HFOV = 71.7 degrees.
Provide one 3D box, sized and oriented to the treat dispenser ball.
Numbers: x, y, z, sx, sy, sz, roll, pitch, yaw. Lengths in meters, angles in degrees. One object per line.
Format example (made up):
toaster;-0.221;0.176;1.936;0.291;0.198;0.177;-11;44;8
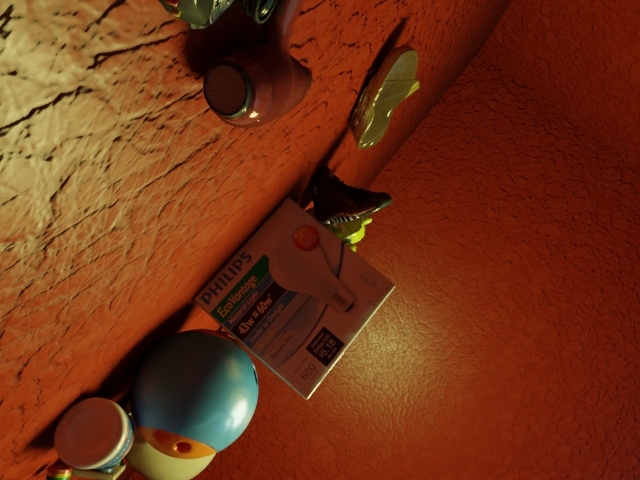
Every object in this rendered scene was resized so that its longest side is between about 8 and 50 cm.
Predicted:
treat dispenser ball;-0.291;0.354;1.040;0.288;0.288;0.288;-50;175;-6

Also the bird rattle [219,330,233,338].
bird rattle;-0.306;0.323;1.711;0.253;0.143;0.207;-51;-168;46

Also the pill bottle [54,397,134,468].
pill bottle;-0.448;0.397;0.903;0.124;0.124;0.221;-48;174;-29

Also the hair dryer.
hair dryer;-0.032;-0.211;0.434;0.224;0.080;0.293;-51;176;-10

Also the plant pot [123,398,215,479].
plant pot;-0.430;0.497;1.202;0.284;0.284;0.191;-49;150;-16

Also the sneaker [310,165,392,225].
sneaker;0.061;-0.137;1.233;0.281;0.163;0.106;-11;-168;46

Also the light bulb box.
light bulb box;-0.066;0.151;1.164;0.358;0.361;0.225;-50;174;-16

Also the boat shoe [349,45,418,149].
boat shoe;0.132;-0.340;1.044;0.104;0.089;0.285;-17;154;-30

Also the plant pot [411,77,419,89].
plant pot;0.195;-0.400;1.137;0.083;0.081;0.081;-41;178;15

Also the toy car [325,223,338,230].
toy car;0.030;-0.027;1.303;0.060;0.041;0.122;-10;-168;47

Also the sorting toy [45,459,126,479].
sorting toy;-0.548;0.535;1.077;0.274;0.132;0.047;128;-27;-69

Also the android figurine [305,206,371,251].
android figurine;0.027;-0.034;1.402;0.272;0.248;0.056;-27;138;-8
